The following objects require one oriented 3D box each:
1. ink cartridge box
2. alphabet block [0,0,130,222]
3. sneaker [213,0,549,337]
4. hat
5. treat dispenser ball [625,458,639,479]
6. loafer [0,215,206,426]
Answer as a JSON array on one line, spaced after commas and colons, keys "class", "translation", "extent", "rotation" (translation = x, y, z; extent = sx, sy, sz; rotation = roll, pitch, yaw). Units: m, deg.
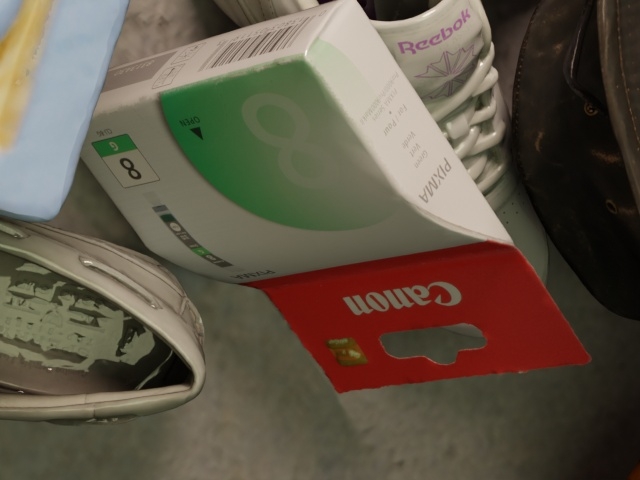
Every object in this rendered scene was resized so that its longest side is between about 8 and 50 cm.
[{"class": "ink cartridge box", "translation": [0.000, 0.000, 0.923], "extent": [0.225, 0.181, 0.056], "rotation": [57, 49, -21]}, {"class": "alphabet block", "translation": [-0.190, -0.137, 0.808], "extent": [0.192, 0.197, 0.193], "rotation": [18, 96, -23]}, {"class": "sneaker", "translation": [0.035, -0.066, 0.934], "extent": [0.114, 0.152, 0.305], "rotation": [-37, 114, -12]}, {"class": "hat", "translation": [0.174, -0.046, 0.922], "extent": [0.331, 0.134, 0.331], "rotation": [20, 65, -49]}, {"class": "treat dispenser ball", "translation": [0.284, 0.210, 1.019], "extent": [0.288, 0.288, 0.288], "rotation": [-5, 104, -20]}, {"class": "loafer", "translation": [-0.203, 0.021, 0.886], "extent": [0.319, 0.111, 0.112], "rotation": [10, 99, -22]}]
